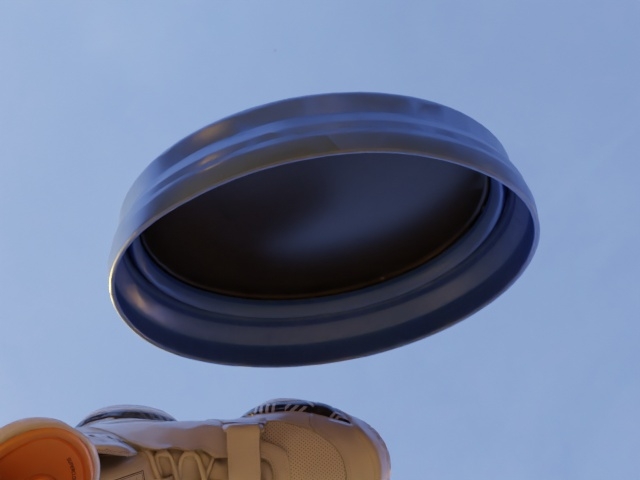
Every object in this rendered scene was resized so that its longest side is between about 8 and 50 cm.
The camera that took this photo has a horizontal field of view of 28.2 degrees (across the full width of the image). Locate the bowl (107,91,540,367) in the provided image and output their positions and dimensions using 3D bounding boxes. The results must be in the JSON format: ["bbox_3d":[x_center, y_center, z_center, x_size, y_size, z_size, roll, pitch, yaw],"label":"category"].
[{"bbox_3d":[0.000,0.000,1.169,0.391,0.391,0.077,-10,-120,-1],"label":"bowl"}]

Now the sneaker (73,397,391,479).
[{"bbox_3d":[-0.126,0.241,1.254,0.366,0.210,0.137,-1,-84,20],"label":"sneaker"}]

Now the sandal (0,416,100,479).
[{"bbox_3d":[-0.242,0.237,0.861,0.265,0.076,0.102,-47,-54,5],"label":"sandal"}]
